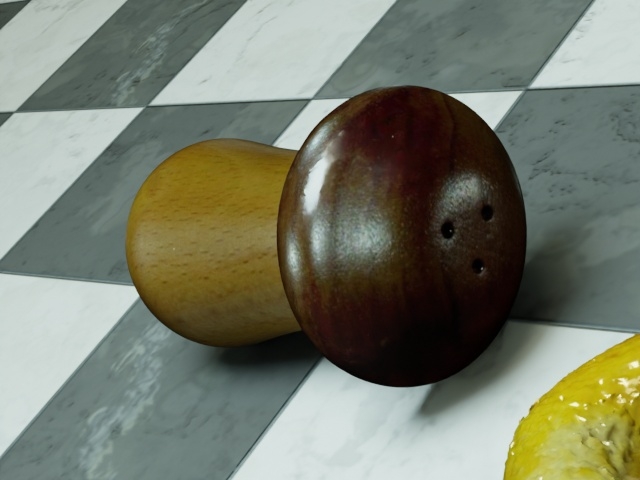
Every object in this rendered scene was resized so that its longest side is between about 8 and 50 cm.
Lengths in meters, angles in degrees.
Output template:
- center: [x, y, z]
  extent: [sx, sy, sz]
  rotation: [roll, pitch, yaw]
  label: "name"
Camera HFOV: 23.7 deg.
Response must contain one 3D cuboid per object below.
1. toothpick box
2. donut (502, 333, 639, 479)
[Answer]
- center: [0.000, 0.000, 1.027]
  extent: [0.294, 0.192, 0.192]
  rotation: [-3, 41, 50]
  label: "toothpick box"
- center: [0.198, 0.121, 0.735]
  extent: [0.253, 0.118, 0.253]
  rotation: [-28, 15, 8]
  label: "donut"
